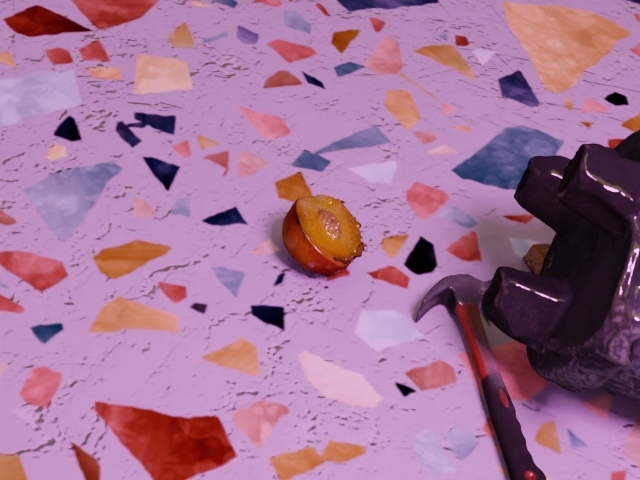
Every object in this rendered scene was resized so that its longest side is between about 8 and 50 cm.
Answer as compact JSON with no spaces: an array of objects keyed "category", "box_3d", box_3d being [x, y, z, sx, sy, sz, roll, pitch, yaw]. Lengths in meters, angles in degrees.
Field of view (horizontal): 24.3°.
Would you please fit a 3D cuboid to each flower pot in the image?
[{"category":"flower pot","box_3d":[0.324,0.039,1.467,0.283,0.299,0.299,27,42,-8]}]

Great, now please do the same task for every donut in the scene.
[{"category":"donut","box_3d":[0.264,0.039,1.650,0.067,0.038,0.083,13,41,-8]}]

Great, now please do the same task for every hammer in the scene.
[{"category":"hammer","box_3d":[0.176,0.145,1.515,0.111,0.033,0.287,1,45,-17]}]

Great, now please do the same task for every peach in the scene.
[{"category":"peach","box_3d":[0.000,-0.001,1.595,0.098,0.061,0.098,25,42,-25]}]
